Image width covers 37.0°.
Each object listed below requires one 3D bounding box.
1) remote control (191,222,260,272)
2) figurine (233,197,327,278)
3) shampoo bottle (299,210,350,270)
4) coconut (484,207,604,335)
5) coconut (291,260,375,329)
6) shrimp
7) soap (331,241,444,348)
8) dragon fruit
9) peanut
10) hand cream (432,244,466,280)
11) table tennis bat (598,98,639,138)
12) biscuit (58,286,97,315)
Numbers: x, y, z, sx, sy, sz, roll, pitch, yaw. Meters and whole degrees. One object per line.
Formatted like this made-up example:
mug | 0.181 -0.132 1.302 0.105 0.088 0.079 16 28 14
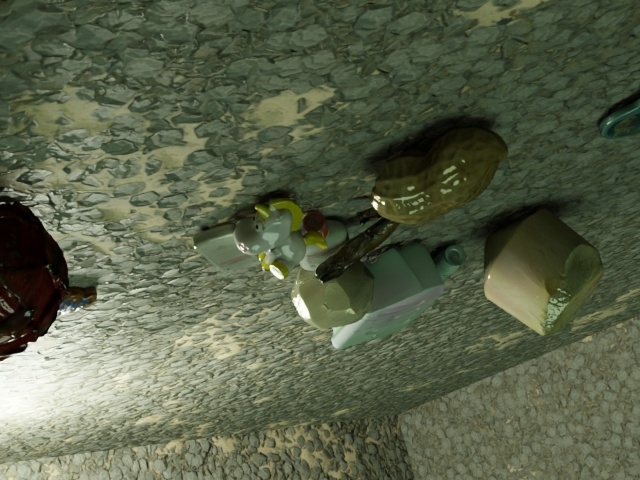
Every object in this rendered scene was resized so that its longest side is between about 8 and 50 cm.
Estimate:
remote control | -0.168 0.014 1.743 0.088 0.029 0.190 -18 161 7
figurine | -0.078 -0.016 1.650 0.130 0.109 0.178 -24 141 16
shampoo bottle | 0.000 0.000 1.802 0.108 0.051 0.221 -19 161 0
coconut | 0.464 0.060 2.070 0.239 0.244 0.239 -40 156 -22
coconut | 0.033 0.101 1.959 0.162 0.161 0.161 -27 158 27
shrimp | 0.075 -0.002 1.765 0.219 0.046 0.152 -39 163 -4
soap | 0.147 0.124 2.156 0.208 0.115 0.347 -15 162 -20
dragon fruit | -0.473 0.051 1.321 0.245 0.244 0.299 -8 168 -22
peanut | 0.196 -0.104 1.572 0.233 0.110 0.197 -24 160 28
hand cream | 0.261 0.082 2.252 0.085 0.058 0.331 -27 171 -20
table tennis bat | 0.553 -0.226 1.622 0.149 0.038 0.237 -16 164 3
biscuit | -0.549 0.123 1.755 0.280 0.043 0.183 -10 158 -24
